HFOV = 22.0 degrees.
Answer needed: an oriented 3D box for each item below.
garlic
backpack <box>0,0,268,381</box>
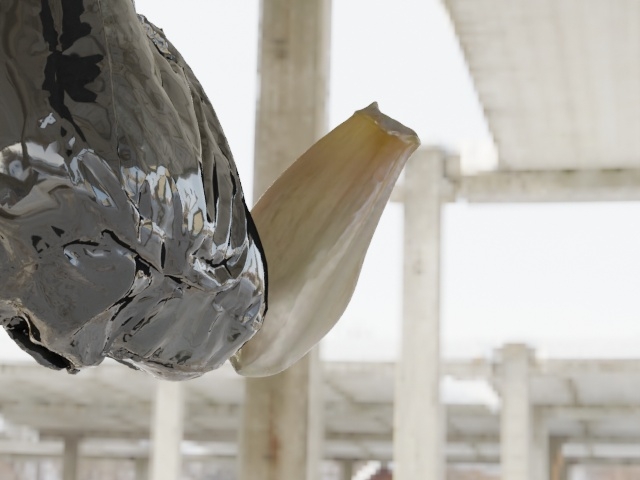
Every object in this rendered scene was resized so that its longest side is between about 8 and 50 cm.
[{"bbox_3d":[-0.007,-0.002,1.710,0.143,0.318,0.112,25,-4,45],"label":"garlic"},{"bbox_3d":[-0.194,-0.038,1.407,0.255,0.363,0.446,-21,-30,14],"label":"backpack"}]
